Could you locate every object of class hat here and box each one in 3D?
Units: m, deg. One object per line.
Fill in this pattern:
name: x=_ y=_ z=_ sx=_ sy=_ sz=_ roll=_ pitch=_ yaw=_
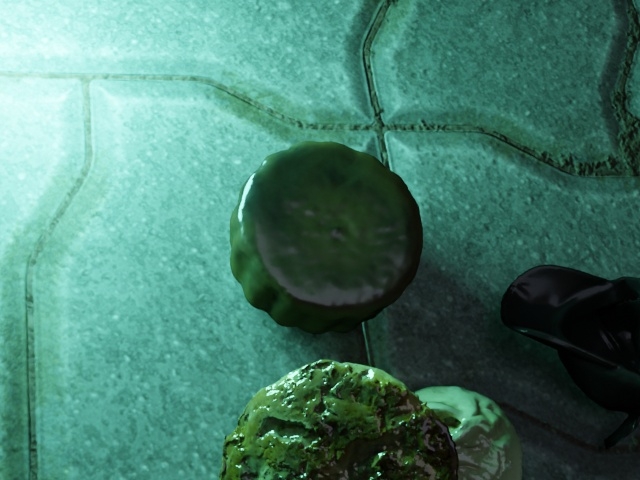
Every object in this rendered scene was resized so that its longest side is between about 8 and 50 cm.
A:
hat: x=0.440 y=0.182 z=1.525 sx=0.336 sy=0.209 sz=0.238 roll=11 pitch=41 yaw=9

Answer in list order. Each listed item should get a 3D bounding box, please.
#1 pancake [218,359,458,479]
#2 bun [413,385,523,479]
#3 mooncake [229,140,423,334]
pancake: x=0.016 y=0.332 z=1.278 sx=0.356 sy=0.065 sz=0.356 roll=-2 pitch=82 yaw=16
bun: x=0.165 y=0.305 z=1.336 sx=0.133 sy=0.231 sz=0.231 roll=17 pitch=56 yaw=-47
mooncake: x=0.000 y=0.000 z=1.468 sx=0.290 sy=0.161 sz=0.290 roll=5 pitch=66 yaw=-12
